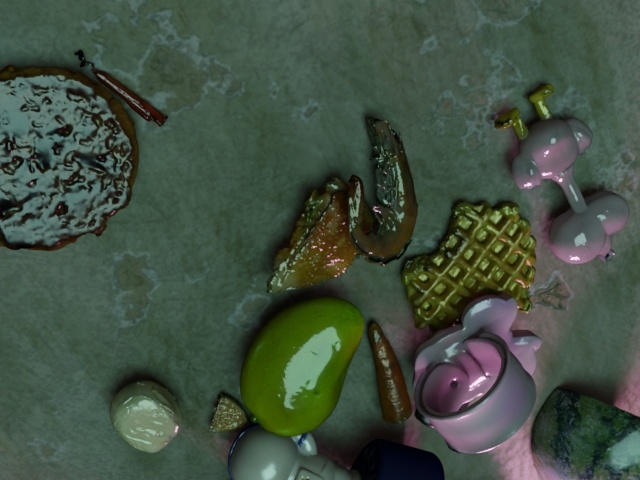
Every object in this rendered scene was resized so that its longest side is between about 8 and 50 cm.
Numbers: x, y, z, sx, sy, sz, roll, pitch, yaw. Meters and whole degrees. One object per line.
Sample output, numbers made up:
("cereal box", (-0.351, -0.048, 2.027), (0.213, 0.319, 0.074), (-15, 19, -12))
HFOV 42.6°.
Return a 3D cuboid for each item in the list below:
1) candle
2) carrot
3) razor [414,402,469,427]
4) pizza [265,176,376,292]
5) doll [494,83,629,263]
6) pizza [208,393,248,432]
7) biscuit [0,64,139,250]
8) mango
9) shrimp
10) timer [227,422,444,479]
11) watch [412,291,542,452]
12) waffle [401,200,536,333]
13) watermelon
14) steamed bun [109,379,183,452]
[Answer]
("candle", (-0.310, -0.232, 1.264), (0.167, 0.021, 0.026), (37, 101, -24))
("carrot", (0.124, 0.244, 1.554), (0.061, 0.061, 0.209), (-17, 112, -4))
("razor", (0.252, 0.301, 1.601), (0.090, 0.054, 0.148), (26, 100, -18))
("pizza", (0.000, 0.000, 1.412), (0.147, 0.069, 0.226), (20, 107, -38))
("doll", (0.438, -0.094, 1.446), (0.160, 0.094, 0.365), (-37, 117, -3))
("pizza", (-0.182, 0.329, 1.539), (0.078, 0.025, 0.083), (-35, 114, 0))
("biscuit", (-0.448, -0.124, 1.252), (0.334, 0.081, 0.289), (-1, 113, -16))
("mango", (-0.040, 0.216, 1.453), (0.185, 0.149, 0.273), (16, 104, -11))
("shrimp", (0.094, -0.074, 1.370), (0.173, 0.058, 0.253), (-36, 122, -33))
("timer", (0.010, 0.457, 1.543), (0.383, 0.270, 0.270), (26, 107, -5))
("watch", (0.292, 0.250, 1.444), (0.248, 0.217, 0.211), (-34, 117, 9))
("waffle", (0.274, 0.058, 1.502), (0.291, 0.051, 0.291), (-5, 115, -12))
("watermelon", (0.554, 0.428, 1.676), (0.260, 0.256, 0.176), (-52, 158, 5))
("steamed bun", (-0.315, 0.309, 1.465), (0.112, 0.091, 0.130), (-43, 112, 3))
